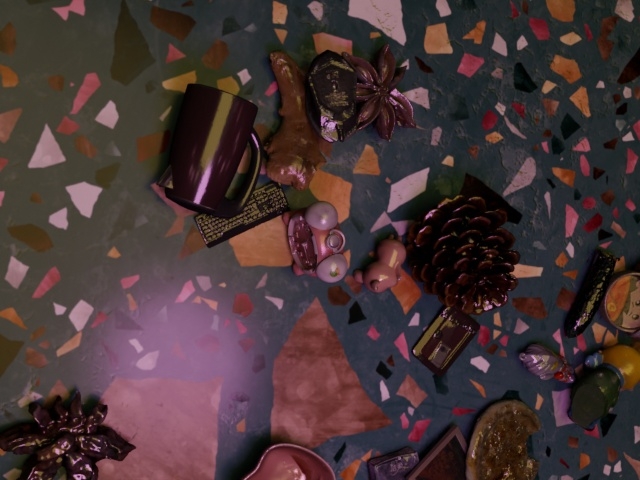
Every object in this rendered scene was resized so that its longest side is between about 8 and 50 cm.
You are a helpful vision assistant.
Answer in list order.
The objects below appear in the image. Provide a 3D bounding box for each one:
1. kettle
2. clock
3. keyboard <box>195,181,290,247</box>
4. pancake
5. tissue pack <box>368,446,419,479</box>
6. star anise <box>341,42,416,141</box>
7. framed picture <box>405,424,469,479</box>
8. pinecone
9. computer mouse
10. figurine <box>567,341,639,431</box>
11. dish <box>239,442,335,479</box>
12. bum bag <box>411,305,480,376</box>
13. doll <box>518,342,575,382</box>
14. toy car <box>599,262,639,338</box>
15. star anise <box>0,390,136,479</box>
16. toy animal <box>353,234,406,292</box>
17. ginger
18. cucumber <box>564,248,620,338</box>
[{"bbox_3d":[-0.208,-0.166,1.435,0.202,0.144,0.232,17,91,-42],"label":"kettle"},{"bbox_3d":[0.000,0.000,1.496,0.093,0.162,0.165,-13,97,-23],"label":"clock"},{"bbox_3d":[-0.157,-0.055,1.511,0.197,0.015,0.074,-25,101,-18],"label":"keyboard"},{"bbox_3d":[0.436,0.500,1.730,0.254,0.037,0.253,-1,92,-33],"label":"pancake"},{"bbox_3d":[0.170,0.554,1.635,0.112,0.051,0.156,-12,96,-23],"label":"tissue pack"},{"bbox_3d":[0.108,-0.314,1.575,0.197,0.073,0.212,-9,92,-23],"label":"star anise"},{"bbox_3d":[0.304,0.576,1.676,0.184,0.016,0.249,-36,108,-29],"label":"framed picture"},{"bbox_3d":[0.316,0.041,1.560,0.247,0.292,0.246,-6,124,-9],"label":"pinecone"},{"bbox_3d":[0.021,-0.293,1.498,0.106,0.062,0.192,-6,89,-16],"label":"computer mouse"},{"bbox_3d":[0.713,0.355,1.813,0.234,0.127,0.185,-34,137,-43],"label":"figurine"},{"bbox_3d":[-0.081,0.517,1.518,0.214,0.090,0.213,0,89,-19],"label":"dish"},{"bbox_3d":[0.288,0.226,1.689,0.109,0.026,0.159,42,83,-17],"label":"bum bag"},{"bbox_3d":[0.549,0.298,1.768,0.180,0.079,0.094,23,55,-27],"label":"doll"},{"bbox_3d":[0.812,0.159,1.843,0.235,0.145,0.235,0,96,-2],"label":"toy car"},{"bbox_3d":[-0.479,0.392,1.357,0.220,0.099,0.214,-34,94,-17],"label":"star anise"},{"bbox_3d":[0.137,0.053,1.596,0.089,0.083,0.150,33,68,-6],"label":"toy animal"},{"bbox_3d":[-0.065,-0.245,1.511,0.131,0.086,0.294,-9,87,-12],"label":"ginger"},{"bbox_3d":[0.671,0.135,1.809,0.067,0.067,0.245,29,80,-19],"label":"cucumber"}]
